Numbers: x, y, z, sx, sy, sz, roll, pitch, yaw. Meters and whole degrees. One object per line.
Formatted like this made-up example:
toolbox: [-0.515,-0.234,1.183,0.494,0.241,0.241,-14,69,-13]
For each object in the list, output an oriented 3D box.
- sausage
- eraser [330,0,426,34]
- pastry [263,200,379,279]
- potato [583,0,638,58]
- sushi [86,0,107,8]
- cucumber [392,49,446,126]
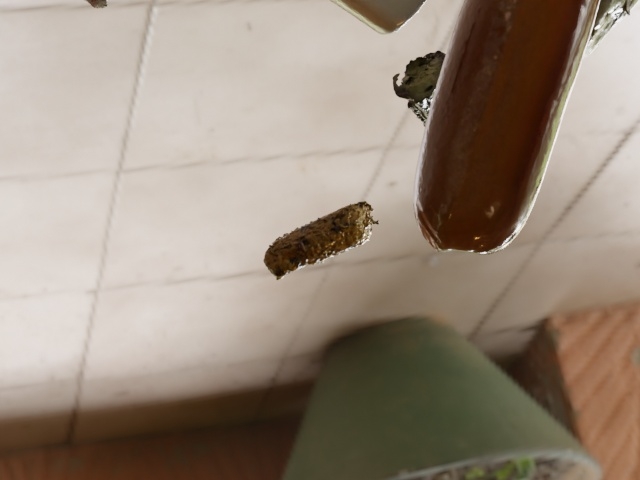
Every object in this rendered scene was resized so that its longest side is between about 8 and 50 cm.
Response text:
sausage: [0.138,-0.119,1.043,0.105,0.274,0.105,17,-172,-2]
eraser: [0.140,-0.499,2.017,0.150,0.331,0.331,32,135,-27]
pastry: [0.000,0.000,1.740,0.140,0.056,0.080,-26,-170,20]
potato: [0.388,-0.374,2.045,0.165,0.262,0.165,27,153,15]
sushi: [-0.168,-0.238,1.087,0.052,0.120,0.055,18,157,0]
cucumber: [0.140,-0.129,1.489,0.067,0.067,0.245,-19,156,15]
